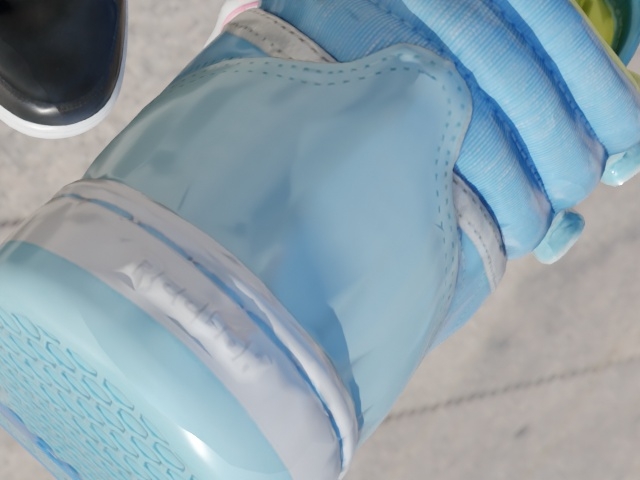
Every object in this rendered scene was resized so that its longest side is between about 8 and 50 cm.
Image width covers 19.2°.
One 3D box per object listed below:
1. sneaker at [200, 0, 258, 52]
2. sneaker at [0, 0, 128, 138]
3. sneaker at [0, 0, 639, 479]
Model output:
[{"bbox_3d":[-0.043,-0.106,1.234,0.051,0.070,0.134,-18,166,-14],"label":"sneaker"},{"bbox_3d":[-0.120,-0.151,0.696,0.079,0.217,0.121,-12,172,-9],"label":"sneaker"},{"bbox_3d":[0.000,0.000,0.575,0.208,0.127,0.319,-48,-177,-16],"label":"sneaker"}]
